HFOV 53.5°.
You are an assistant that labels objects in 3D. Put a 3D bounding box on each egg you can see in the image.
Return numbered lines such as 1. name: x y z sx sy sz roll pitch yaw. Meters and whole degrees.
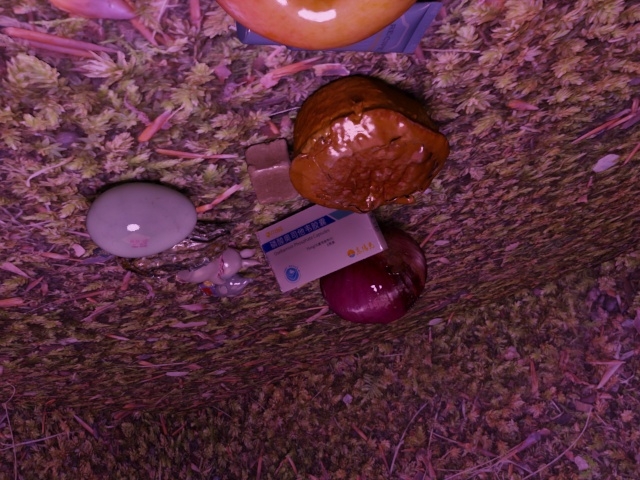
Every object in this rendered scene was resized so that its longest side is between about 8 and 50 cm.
1. egg: -0.432 -0.052 1.547 0.264 0.182 0.183 -9 156 -26

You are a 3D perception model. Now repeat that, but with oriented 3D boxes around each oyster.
1. oyster: -0.390 0.011 1.755 0.351 0.158 0.162 -15 169 -21

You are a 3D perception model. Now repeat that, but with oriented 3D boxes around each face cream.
1. face cream: 0.037 -0.396 1.176 0.386 0.086 0.135 -7 155 -24

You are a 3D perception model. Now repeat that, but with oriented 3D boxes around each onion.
1. onion: 0.139 0.063 1.969 0.348 0.347 0.385 -21 120 16

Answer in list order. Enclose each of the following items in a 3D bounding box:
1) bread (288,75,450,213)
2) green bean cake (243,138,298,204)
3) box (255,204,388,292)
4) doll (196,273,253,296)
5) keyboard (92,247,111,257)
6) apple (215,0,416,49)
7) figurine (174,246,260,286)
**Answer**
1. bread: 0.108 -0.213 1.454 0.358 0.204 0.337 18 144 -42
2. green bean cake: -0.120 -0.167 1.571 0.109 0.085 0.179 -14 156 -1
3. box: 0.000 0.000 1.844 0.344 0.200 0.065 -24 180 22
4. doll: -0.320 0.154 2.162 0.228 0.075 0.102 -12 148 27
5. keyboard: -0.562 0.012 1.816 0.176 0.014 0.055 -19 157 14
6. apple: -0.003 -0.422 0.813 0.364 0.363 0.364 -11 155 -5
7. figurine: -0.314 0.076 1.943 0.236 0.127 0.155 5 131 -39
